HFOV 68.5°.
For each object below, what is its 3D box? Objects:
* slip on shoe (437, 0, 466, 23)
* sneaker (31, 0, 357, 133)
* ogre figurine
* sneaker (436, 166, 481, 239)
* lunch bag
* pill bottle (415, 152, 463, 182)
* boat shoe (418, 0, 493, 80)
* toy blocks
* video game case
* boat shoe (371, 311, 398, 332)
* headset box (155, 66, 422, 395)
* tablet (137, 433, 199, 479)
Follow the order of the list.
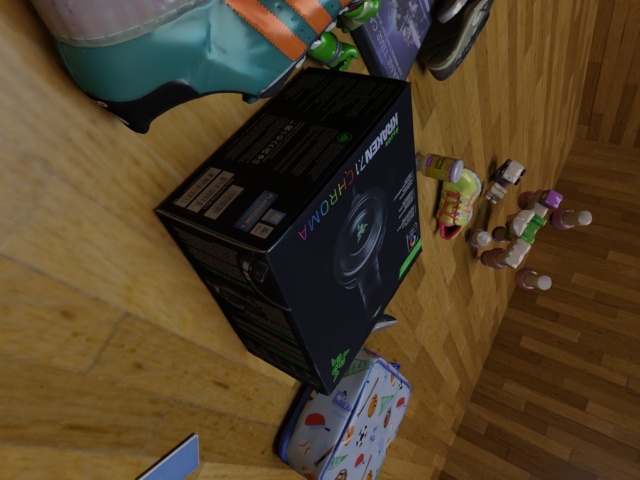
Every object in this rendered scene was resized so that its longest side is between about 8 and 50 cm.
[{"bbox_3d":[0.203,-0.383,0.690,0.041,0.051,0.135,32,86,-20],"label":"slip on shoe"},{"bbox_3d":[-0.037,-0.181,0.345,0.302,0.108,0.121,-28,148,-14],"label":"sneaker"},{"bbox_3d":[0.024,-0.256,0.447,0.118,0.097,0.197,-24,170,-47],"label":"ogre figurine"},{"bbox_3d":[0.295,-0.076,1.032,0.094,0.081,0.208,-52,146,-25],"label":"sneaker"},{"bbox_3d":[0.061,0.312,0.841,0.243,0.115,0.303,-64,149,-16],"label":"lunch bag"},{"bbox_3d":[0.213,-0.134,0.856,0.043,0.083,0.043,-35,135,-45],"label":"pill bottle"},{"bbox_3d":[0.230,-0.364,0.762,0.223,0.080,0.073,-62,155,-4],"label":"boat shoe"},{"bbox_3d":[0.585,-0.043,1.449,0.288,0.309,0.260,-57,-177,0],"label":"toy blocks"},{"bbox_3d":[0.120,-0.358,0.628,0.274,0.026,0.196,-65,150,-9],"label":"video game case"},{"bbox_3d":[0.113,0.153,0.905,0.046,0.038,0.125,-33,161,25],"label":"boat shoe"},{"bbox_3d":[0.000,0.000,0.533,0.246,0.131,0.283,-52,146,-29],"label":"headset box"},{"bbox_3d":[-0.171,0.262,0.530,0.083,0.006,0.054,-28,130,-49],"label":"tablet"}]
